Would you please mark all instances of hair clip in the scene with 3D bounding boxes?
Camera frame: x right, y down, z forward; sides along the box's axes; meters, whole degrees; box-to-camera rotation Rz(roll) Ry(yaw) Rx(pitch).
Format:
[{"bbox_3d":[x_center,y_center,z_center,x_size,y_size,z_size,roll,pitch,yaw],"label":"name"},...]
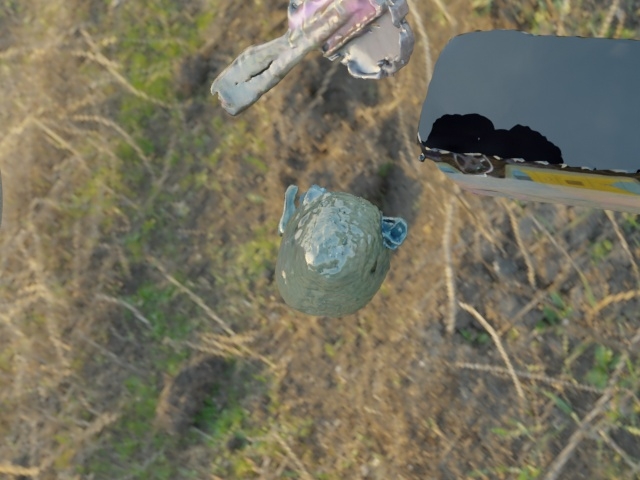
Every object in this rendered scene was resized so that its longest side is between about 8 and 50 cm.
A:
[{"bbox_3d":[-0.012,-0.216,1.272,0.069,0.173,0.300,-42,9,-39],"label":"hair clip"}]

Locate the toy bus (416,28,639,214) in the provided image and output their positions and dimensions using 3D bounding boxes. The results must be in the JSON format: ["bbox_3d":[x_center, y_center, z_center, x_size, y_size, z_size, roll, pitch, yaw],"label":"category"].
[{"bbox_3d":[0.315,-0.121,1.349,0.386,0.162,0.171,9,76,33],"label":"toy bus"}]

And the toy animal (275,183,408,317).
[{"bbox_3d":[0.002,0.009,0.806,0.079,0.070,0.253,-62,6,-2],"label":"toy animal"}]

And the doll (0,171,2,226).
[{"bbox_3d":[-0.202,-0.015,0.368,0.287,0.151,0.151,3,66,37],"label":"doll"}]
